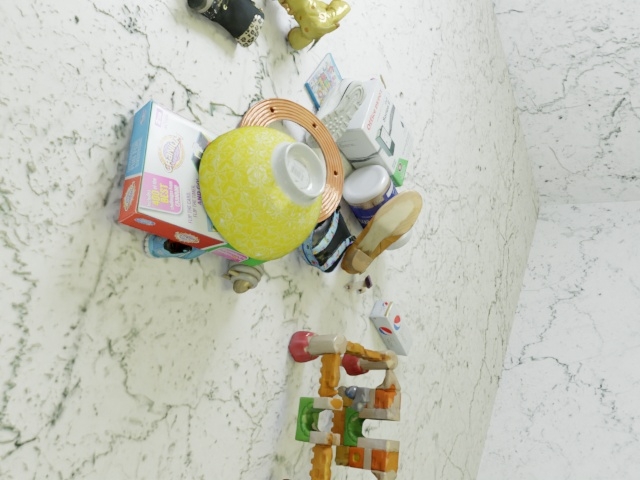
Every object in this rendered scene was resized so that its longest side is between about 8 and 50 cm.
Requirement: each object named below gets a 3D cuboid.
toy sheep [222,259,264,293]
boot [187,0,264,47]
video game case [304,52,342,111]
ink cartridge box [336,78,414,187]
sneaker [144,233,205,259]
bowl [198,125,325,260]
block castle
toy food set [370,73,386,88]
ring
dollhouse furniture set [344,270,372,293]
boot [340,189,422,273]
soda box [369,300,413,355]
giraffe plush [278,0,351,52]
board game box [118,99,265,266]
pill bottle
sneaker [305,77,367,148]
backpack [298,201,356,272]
[{"bbox_3d":[-0.173,0.063,1.217,0.091,0.091,0.132,45,49,-44],"label":"toy sheep"},{"bbox_3d":[-0.197,-0.582,1.201,0.178,0.085,0.237,28,73,-53],"label":"boot"},{"bbox_3d":[0.017,-0.458,1.556,0.119,0.015,0.166,58,45,-35],"label":"video game case"},{"bbox_3d":[0.171,-0.330,1.677,0.289,0.121,0.211,45,54,-44],"label":"ink cartridge box"},{"bbox_3d":[-0.275,0.011,1.081,0.162,0.073,0.064,-10,97,-54],"label":"sneaker"},{"bbox_3d":[-0.084,-0.118,1.070,0.289,0.156,0.290,24,56,-41],"label":"bowl"},{"bbox_3d":[0.037,0.485,1.399,0.303,0.212,0.454,24,63,-39],"label":"block castle"},{"bbox_3d":[0.179,-0.508,1.785,0.122,0.019,0.078,-52,129,-32],"label":"toy food set"},{"bbox_3d":[-0.072,-0.200,1.342,0.336,0.032,0.337,14,69,-39],"label":"ring"},{"bbox_3d":[0.099,0.109,1.662,0.081,0.091,0.114,-12,73,-15],"label":"dollhouse furniture set"},{"bbox_3d":[0.164,-0.026,1.542,0.104,0.211,0.295,41,87,-6],"label":"boot"},{"bbox_3d":[0.246,0.302,1.810,0.216,0.069,0.074,60,45,-34],"label":"soda box"},{"bbox_3d":[-0.046,-0.601,1.352,0.170,0.181,0.210,51,32,-26],"label":"giraffe plush"},{"bbox_3d":[-0.232,-0.104,1.067,0.316,0.064,0.242,23,57,-42],"label":"board game box"},{"bbox_3d":[0.187,-0.097,1.667,0.265,0.153,0.153,53,48,-39],"label":"pill bottle"},{"bbox_3d":[0.032,-0.361,1.499,0.235,0.094,0.090,-50,137,-7],"label":"sneaker"},{"bbox_3d":[0.000,0.000,1.430,0.173,0.116,0.158,-58,133,-38],"label":"backpack"}]
